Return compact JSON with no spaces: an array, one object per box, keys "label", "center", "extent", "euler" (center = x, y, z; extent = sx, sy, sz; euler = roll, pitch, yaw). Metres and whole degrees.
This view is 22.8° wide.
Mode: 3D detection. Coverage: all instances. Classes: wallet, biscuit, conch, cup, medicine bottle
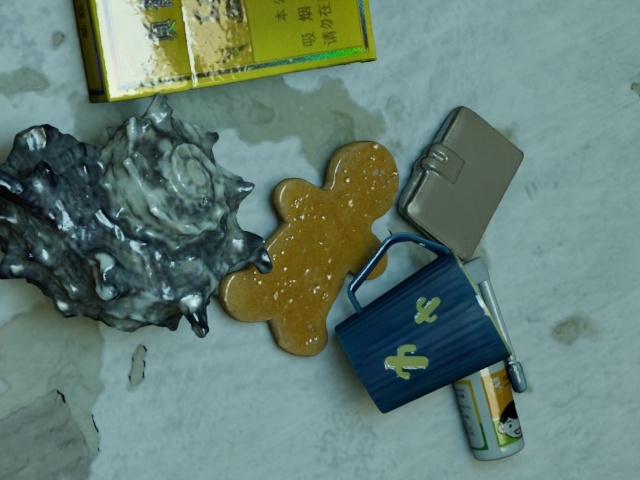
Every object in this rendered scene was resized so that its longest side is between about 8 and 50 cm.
[{"label":"wallet","center":[0.156,-0.066,1.785],"extent":[0.118,0.039,0.152],"euler":[40,73,-27]},{"label":"biscuit","center":[0.000,0.000,1.726],"extent":[0.165,0.036,0.250],"euler":[38,79,-30]},{"label":"conch","center":[-0.190,-0.030,1.569],"extent":[0.313,0.186,0.240],"euler":[4,89,-23]},{"label":"cup","center":[0.097,0.085,1.701],"extent":[0.155,0.131,0.176],"euler":[-31,81,2]},{"label":"medicine bottle","center":[0.186,0.133,1.801],"extent":[0.092,0.061,0.220],"euler":[-21,97,-40]}]

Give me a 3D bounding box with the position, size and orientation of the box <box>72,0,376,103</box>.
[{"label":"box","center":[-0.104,-0.258,1.651],"extent":[0.302,0.084,0.192],"euler":[-11,96,-22]}]
